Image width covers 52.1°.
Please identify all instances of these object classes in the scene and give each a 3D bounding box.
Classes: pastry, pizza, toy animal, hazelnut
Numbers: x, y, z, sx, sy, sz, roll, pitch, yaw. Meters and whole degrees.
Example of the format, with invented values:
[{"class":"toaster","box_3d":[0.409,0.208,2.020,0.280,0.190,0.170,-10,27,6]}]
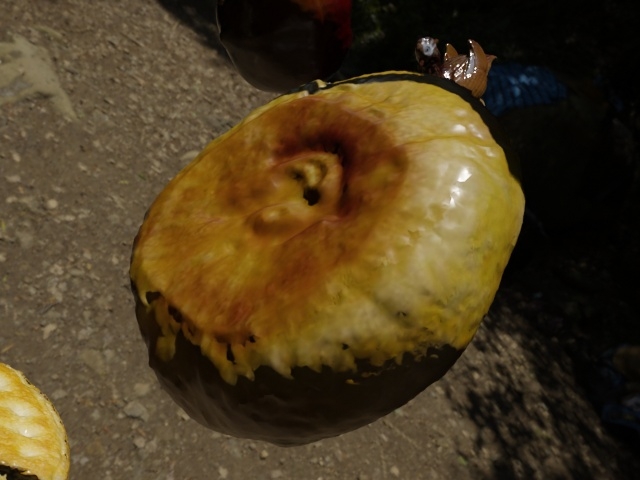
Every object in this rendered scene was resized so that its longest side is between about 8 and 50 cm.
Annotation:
[{"class":"pastry","box_3d":[0.000,0.000,0.543,0.164,0.356,0.356,56,17,-37]},{"class":"pizza","box_3d":[-0.282,0.138,0.454,0.199,0.062,0.188,18,4,-36]},{"class":"toy animal","box_3d":[0.218,-0.270,1.040,0.188,0.089,0.179,-52,125,-26]},{"class":"hazelnut","box_3d":[-0.057,-0.334,0.992,0.229,0.229,0.229,32,30,-21]}]
